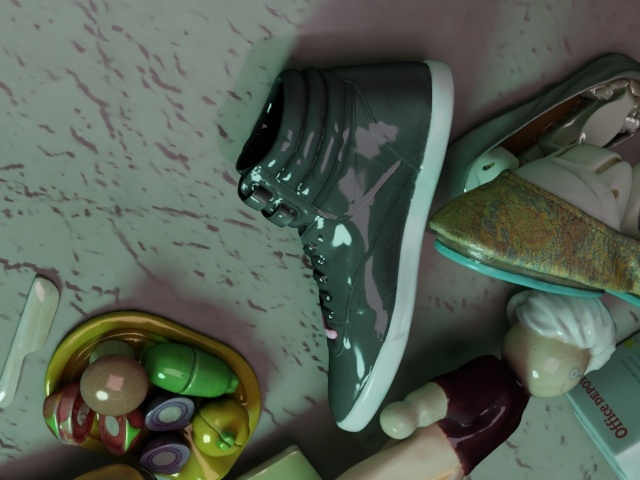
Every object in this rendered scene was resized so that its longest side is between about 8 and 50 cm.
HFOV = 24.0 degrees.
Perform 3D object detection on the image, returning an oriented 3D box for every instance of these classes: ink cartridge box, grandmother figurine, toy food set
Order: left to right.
[{"bbox_3d":[-0.143,0.128,1.165,0.217,0.071,0.128,23,106,-21],"label":"toy food set"},{"bbox_3d":[0.099,0.163,1.191,0.342,0.208,0.104,-42,75,-7],"label":"grandmother figurine"},{"bbox_3d":[0.316,0.144,1.246,0.176,0.128,0.127,-32,116,3],"label":"ink cartridge box"}]

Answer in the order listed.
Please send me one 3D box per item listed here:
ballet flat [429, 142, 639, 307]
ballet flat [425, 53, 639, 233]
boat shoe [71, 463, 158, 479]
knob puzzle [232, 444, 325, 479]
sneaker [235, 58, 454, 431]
[{"bbox_3d":[0.211,-0.011,1.119,0.348,0.123,0.123,15,111,-46],"label":"ballet flat"},{"bbox_3d":[0.165,-0.069,1.154,0.213,0.068,0.072,-34,116,3],"label":"ballet flat"},{"bbox_3d":[-0.218,0.233,1.191,0.207,0.073,0.073,-16,71,9],"label":"boat shoe"},{"bbox_3d":[-0.060,0.273,1.266,0.213,0.030,0.213,-7,120,-12],"label":"knob puzzle"},{"bbox_3d":[0.000,0.000,1.133,0.146,0.104,0.296,7,107,-12],"label":"sneaker"}]
